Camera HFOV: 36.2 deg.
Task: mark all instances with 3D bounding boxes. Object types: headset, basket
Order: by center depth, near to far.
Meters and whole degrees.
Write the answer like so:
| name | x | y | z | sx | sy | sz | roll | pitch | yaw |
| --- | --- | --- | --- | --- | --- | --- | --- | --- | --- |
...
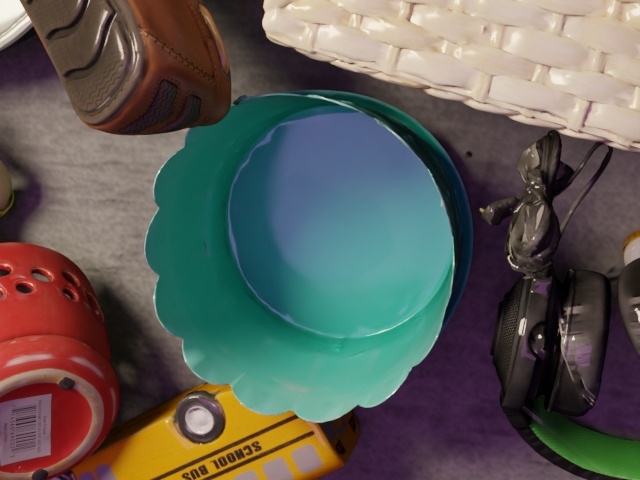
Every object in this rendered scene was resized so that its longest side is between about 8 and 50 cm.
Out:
| name | x | y | z | sx | sy | sz | roll | pitch | yaw |
| --- | --- | --- | --- | --- | --- | --- | --- | --- | --- |
| basket | 0.164 | -0.264 | 0.719 | 0.331 | 0.266 | 0.329 | 20 | 110 | 15 |
| headset | 0.239 | 0.087 | 0.780 | 0.243 | 0.185 | 0.394 | -12 | 125 | 28 |

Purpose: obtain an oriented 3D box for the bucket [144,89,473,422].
| name | x | y | z | sx | sy | sz | roll | pitch | yaw |
| --- | --- | --- | --- | --- | --- | --- | --- | --- | --- |
| bucket | 0.000 | 0.000 | 0.872 | 0.281 | 0.183 | 0.281 | 3 | 102 | 13 |

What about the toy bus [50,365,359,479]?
| name | x | y | z | sx | sy | sz | roll | pitch | yaw |
| --- | --- | --- | --- | --- | --- | --- | --- | --- | --- |
| toy bus | -0.137 | 0.220 | 0.989 | 0.332 | 0.108 | 0.130 | -28 | 95 | 17 |

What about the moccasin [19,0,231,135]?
| name | x | y | z | sx | sy | sz | roll | pitch | yaw |
| --- | --- | --- | --- | --- | --- | --- | --- | --- | --- |
| moccasin | -0.179 | -0.251 | 0.794 | 0.139 | 0.147 | 0.380 | -46 | 65 | 28 |

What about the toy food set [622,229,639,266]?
| name | x | y | z | sx | sy | sz | roll | pitch | yaw |
| --- | --- | --- | --- | --- | --- | --- | --- | --- | --- |
| toy food set | 0.360 | -0.034 | 0.816 | 0.111 | 0.104 | 0.232 | 45 | 107 | 2 |

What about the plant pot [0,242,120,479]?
| name | x | y | z | sx | sy | sz | roll | pitch | yaw |
| --- | --- | --- | --- | --- | --- | --- | --- | --- | --- |
| plant pot | -0.287 | 0.123 | 0.934 | 0.191 | 0.191 | 0.174 | -60 | 41 | 17 |

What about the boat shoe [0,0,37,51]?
| name | x | y | z | sx | sy | sz | roll | pitch | yaw |
| --- | --- | --- | --- | --- | --- | --- | --- | --- | --- |
| boat shoe | -0.268 | -0.248 | 0.935 | 0.302 | 0.091 | 0.114 | -22 | 87 | 16 |

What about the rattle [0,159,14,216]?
| name | x | y | z | sx | sy | sz | roll | pitch | yaw |
| --- | --- | --- | --- | --- | --- | --- | --- | --- | --- |
| rattle | -0.398 | -0.065 | 0.946 | 0.130 | 0.143 | 0.200 | 21 | 148 | 27 |
